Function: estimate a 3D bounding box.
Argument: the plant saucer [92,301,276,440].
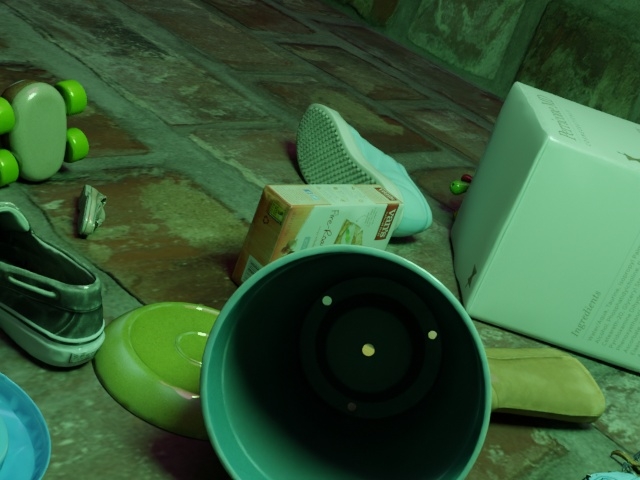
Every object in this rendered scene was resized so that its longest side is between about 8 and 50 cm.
[{"bbox_3d":[-0.141,0.138,1.062,0.241,0.037,0.241,18,24,-8],"label":"plant saucer"}]

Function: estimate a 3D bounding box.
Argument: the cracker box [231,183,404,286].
[{"bbox_3d":[0.000,0.000,1.321,0.232,0.155,0.067,-5,35,-44],"label":"cracker box"}]

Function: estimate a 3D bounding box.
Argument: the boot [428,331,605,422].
[{"bbox_3d":[0.228,0.163,1.268,0.269,0.089,0.236,6,39,-32],"label":"boot"}]

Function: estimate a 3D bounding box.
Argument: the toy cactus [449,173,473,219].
[{"bbox_3d":[0.368,-0.084,1.799,0.219,0.180,0.112,30,5,7],"label":"toy cactus"}]

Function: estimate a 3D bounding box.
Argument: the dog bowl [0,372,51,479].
[{"bbox_3d":[-0.371,0.139,0.749,0.297,0.074,0.166,33,22,-7],"label":"dog bowl"}]

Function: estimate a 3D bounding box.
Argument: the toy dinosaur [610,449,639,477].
[{"bbox_3d":[0.437,0.305,1.193,0.082,0.047,0.090,35,10,-15],"label":"toy dinosaur"}]

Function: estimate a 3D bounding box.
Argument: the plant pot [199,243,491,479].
[{"bbox_3d":[0.039,0.131,0.964,0.272,0.271,0.255,25,7,6],"label":"plant pot"}]

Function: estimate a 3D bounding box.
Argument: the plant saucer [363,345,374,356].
[{"bbox_3d":[0.051,0.158,1.209,0.083,0.013,0.083,18,24,-8],"label":"plant saucer"}]

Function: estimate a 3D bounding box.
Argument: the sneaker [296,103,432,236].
[{"bbox_3d":[0.078,-0.120,1.696,0.150,0.135,0.366,12,33,-39],"label":"sneaker"}]

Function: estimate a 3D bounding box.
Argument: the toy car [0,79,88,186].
[{"bbox_3d":[-0.464,-0.178,1.349,0.188,0.149,0.155,22,32,30],"label":"toy car"}]

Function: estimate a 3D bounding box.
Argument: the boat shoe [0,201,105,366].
[{"bbox_3d":[-0.365,0.010,1.038,0.335,0.119,0.121,28,25,19],"label":"boat shoe"}]

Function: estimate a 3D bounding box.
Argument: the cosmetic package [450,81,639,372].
[{"bbox_3d":[0.466,-0.019,1.543,0.394,0.327,0.329,18,24,-6],"label":"cosmetic package"}]

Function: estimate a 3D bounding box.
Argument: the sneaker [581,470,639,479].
[{"bbox_3d":[0.335,0.313,1.086,0.073,0.063,0.162,17,13,38],"label":"sneaker"}]

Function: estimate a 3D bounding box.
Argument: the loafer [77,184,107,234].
[{"bbox_3d":[-0.318,-0.042,1.288,0.039,0.045,0.125,19,20,-22],"label":"loafer"}]
